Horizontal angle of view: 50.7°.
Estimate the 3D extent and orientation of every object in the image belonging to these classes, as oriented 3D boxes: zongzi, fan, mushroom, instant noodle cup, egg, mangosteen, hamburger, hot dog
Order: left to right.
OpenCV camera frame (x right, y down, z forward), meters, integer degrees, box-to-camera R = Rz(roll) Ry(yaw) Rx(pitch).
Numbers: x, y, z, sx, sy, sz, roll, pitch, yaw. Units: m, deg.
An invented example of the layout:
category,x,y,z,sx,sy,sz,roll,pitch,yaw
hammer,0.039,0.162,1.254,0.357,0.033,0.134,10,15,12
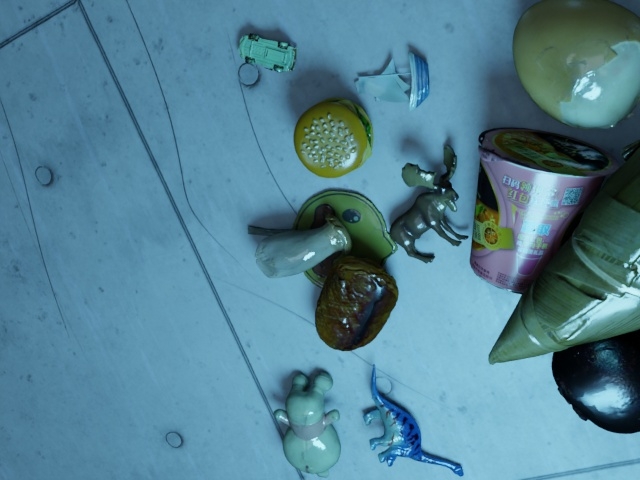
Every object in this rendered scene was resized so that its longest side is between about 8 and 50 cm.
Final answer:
category,x,y,z,sx,sy,sz,roll,pitch,yaw
mushroom,-0.037,0.016,1.410,0.212,0.088,0.097,-23,68,17
fan,0.000,0.000,1.446,0.335,0.011,0.230,7,109,16
hamburger,0.026,-0.198,1.318,0.162,0.115,0.162,5,110,15
hot dog,0.072,0.132,1.411,0.160,0.099,0.227,28,118,1
instant noodle cup,0.374,-0.049,1.208,0.243,0.244,0.255,15,118,13
egg,0.429,-0.298,1.113,0.244,0.201,0.201,44,115,15
mangosteen,0.552,0.235,1.239,0.243,0.243,0.243,5,109,16
zongzi,0.590,0.077,1.163,0.499,0.218,0.467,10,136,-25

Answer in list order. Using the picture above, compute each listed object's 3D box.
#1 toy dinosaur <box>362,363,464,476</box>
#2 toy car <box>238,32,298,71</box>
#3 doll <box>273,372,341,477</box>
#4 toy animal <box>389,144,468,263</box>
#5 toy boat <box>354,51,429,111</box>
category,x,y,z,sx,sy,sz,roll,pitch,yaw
toy dinosaur,0.166,0.435,1.500,0.144,0.076,0.329,-38,95,18
toy car,-0.107,-0.375,1.349,0.122,0.035,0.059,21,112,20
doll,-0.028,0.438,1.540,0.154,0.113,0.275,3,107,14
toy animal,0.210,-0.063,1.316,0.214,0.093,0.186,-37,85,32
toy boat,0.143,-0.292,1.294,0.149,0.034,0.105,-23,97,22
